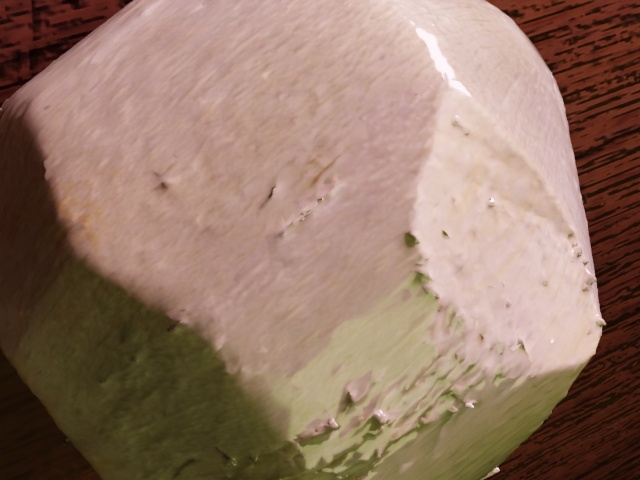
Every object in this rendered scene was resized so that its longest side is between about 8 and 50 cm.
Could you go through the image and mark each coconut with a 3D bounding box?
[{"bbox_3d":[0.000,0.000,0.603,0.247,0.245,0.245,-37,142,-3],"label":"coconut"}]
